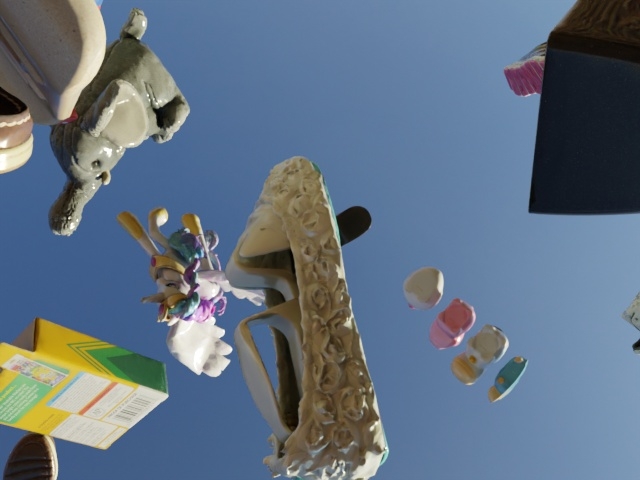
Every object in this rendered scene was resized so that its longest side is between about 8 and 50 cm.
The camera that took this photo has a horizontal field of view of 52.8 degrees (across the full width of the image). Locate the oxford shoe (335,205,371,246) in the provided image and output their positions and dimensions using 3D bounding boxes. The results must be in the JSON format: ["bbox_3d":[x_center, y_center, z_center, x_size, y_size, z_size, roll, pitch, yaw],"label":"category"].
[{"bbox_3d":[0.000,0.000,1.216,0.212,0.076,0.076,-24,-87,6],"label":"oxford shoe"}]

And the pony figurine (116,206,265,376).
[{"bbox_3d":[-0.263,0.096,1.380,0.351,0.303,0.363,36,-164,-41],"label":"pony figurine"}]

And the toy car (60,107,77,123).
[{"bbox_3d":[-0.331,-0.252,0.642,0.225,0.239,0.053,36,-139,9],"label":"toy car"}]

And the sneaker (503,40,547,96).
[{"bbox_3d":[0.304,-0.228,0.838,0.063,0.075,0.170,52,180,-14],"label":"sneaker"}]

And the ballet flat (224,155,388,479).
[{"bbox_3d":[-0.034,0.067,0.712,0.147,0.147,0.409,-1,-123,-22],"label":"ballet flat"}]

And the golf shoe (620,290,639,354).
[{"bbox_3d":[0.468,0.092,0.908,0.086,0.176,0.069,-9,-166,26],"label":"golf shoe"}]

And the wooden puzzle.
[{"bbox_3d":[-0.252,-0.236,0.428,0.080,0.348,0.322,-40,-70,-18],"label":"wooden puzzle"}]

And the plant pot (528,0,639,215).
[{"bbox_3d":[0.320,-0.130,0.637,0.167,0.188,0.187,16,-140,27],"label":"plant pot"}]

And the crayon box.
[{"bbox_3d":[-0.467,0.258,1.159,0.323,0.203,0.083,32,-154,-39],"label":"crayon box"}]

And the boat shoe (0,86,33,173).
[{"bbox_3d":[-0.339,-0.155,0.395,0.342,0.123,0.123,27,-160,-12],"label":"boat shoe"}]

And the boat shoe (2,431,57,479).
[{"bbox_3d":[-0.561,0.470,1.252,0.095,0.257,0.095,11,-165,-12],"label":"boat shoe"}]

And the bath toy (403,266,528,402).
[{"bbox_3d":[0.325,0.215,1.523,0.151,0.129,0.348,-42,-114,3],"label":"bath toy"}]

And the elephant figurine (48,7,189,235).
[{"bbox_3d":[-0.292,-0.158,0.852,0.186,0.169,0.239,52,-144,-13],"label":"elephant figurine"}]
